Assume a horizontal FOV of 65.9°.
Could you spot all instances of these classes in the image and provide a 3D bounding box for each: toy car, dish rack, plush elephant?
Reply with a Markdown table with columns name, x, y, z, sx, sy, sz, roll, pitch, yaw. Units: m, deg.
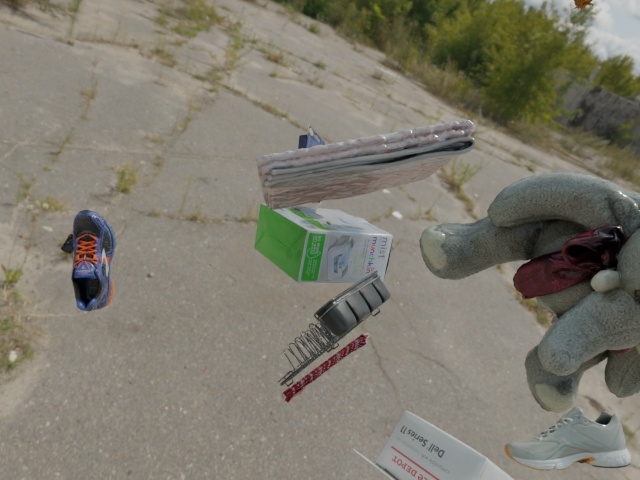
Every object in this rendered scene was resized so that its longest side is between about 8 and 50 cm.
| name | x | y | z | sx | sy | sz | roll | pitch | yaw |
| --- | --- | --- | --- | --- | --- | --- | --- | --- | --- |
| toy car | -0.708 | 0.015 | 1.480 | 0.122 | 0.060 | 0.041 | 14 | 2 | -32 |
| dish rack | 0.016 | 0.190 | 1.025 | 0.074 | 0.271 | 0.208 | 51 | 37 | 13 |
| plush elephant | 0.289 | 0.046 | 0.471 | 0.271 | 0.330 | 0.255 | 58 | 19 | 0 |

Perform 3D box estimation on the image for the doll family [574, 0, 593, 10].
| name | x | y | z | sx | sy | sz | roll | pitch | yaw |
| --- | --- | --- | --- | --- | --- | --- | --- | --- | --- |
| doll family | 0.624 | -0.572 | 1.079 | 0.263 | 0.163 | 0.118 | -95 | 159 | -55 |

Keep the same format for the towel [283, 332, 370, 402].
| name | x | y | z | sx | sy | sz | roll | pitch | yaw |
| --- | --- | --- | --- | --- | --- | --- | --- | --- | --- |
| towel | 0.024 | 0.348 | 1.376 | 0.031 | 0.275 | 0.199 | 53 | 1 | 12 |

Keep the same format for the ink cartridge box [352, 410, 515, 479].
| name | x | y | z | sx | sy | sz | roll | pitch | yaw |
| --- | --- | --- | --- | --- | --- | --- | --- | --- | --- |
| ink cartridge box | 0.245 | 0.429 | 0.870 | 0.353 | 0.119 | 0.207 | 41 | -16 | -27 |

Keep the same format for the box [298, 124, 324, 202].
| name | x | y | z | sx | sy | sz | roll | pitch | yaw |
| --- | --- | --- | --- | --- | --- | --- | --- | --- | --- |
| box | -0.033 | -0.250 | 1.624 | 0.037 | 0.225 | 0.136 | -1 | -16 | 24 |

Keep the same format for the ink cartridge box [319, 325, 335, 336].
| name | x | y | z | sx | sy | sz | roll | pitch | yaw |
| --- | --- | --- | --- | --- | --- | --- | --- | --- | --- |
| ink cartridge box | 0.105 | 0.234 | 1.594 | 0.209 | 0.109 | 0.062 | -38 | 91 | -28 |

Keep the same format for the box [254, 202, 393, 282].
| name | x | y | z | sx | sy | sz | roll | pitch | yaw |
| --- | --- | --- | --- | --- | --- | --- | --- | --- | --- |
| box | 0.000 | 0.000 | 1.186 | 0.231 | 0.126 | 0.262 | 3 | 14 | -31 |

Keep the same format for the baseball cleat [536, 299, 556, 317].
| name | x | y | z | sx | sy | sz | roll | pitch | yaw |
| --- | --- | --- | --- | --- | --- | --- | --- | --- | --- |
| baseball cleat | 0.496 | 0.112 | 0.942 | 0.072 | 0.109 | 0.206 | 40 | -1 | -16 |

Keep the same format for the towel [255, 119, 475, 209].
| name | x | y | z | sx | sy | sz | roll | pitch | yaw |
| --- | --- | --- | --- | --- | --- | --- | --- | --- | --- |
| towel | 0.061 | -0.117 | 0.852 | 0.332 | 0.053 | 0.317 | -10 | -2 | -3 |

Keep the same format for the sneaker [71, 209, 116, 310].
| name | x | y | z | sx | sy | sz | roll | pitch | yaw |
| --- | --- | --- | --- | --- | --- | --- | --- | --- | --- |
| sneaker | -0.474 | 0.047 | 1.025 | 0.083 | 0.221 | 0.087 | -3 | 12 | -5 |

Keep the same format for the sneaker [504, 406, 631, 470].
| name | x | y | z | sx | sy | sz | roll | pitch | yaw |
| --- | --- | --- | --- | --- | --- | --- | --- | --- | --- |
| sneaker | 0.534 | 0.429 | 1.088 | 0.263 | 0.120 | 0.099 | -3 | -7 | -1 |
